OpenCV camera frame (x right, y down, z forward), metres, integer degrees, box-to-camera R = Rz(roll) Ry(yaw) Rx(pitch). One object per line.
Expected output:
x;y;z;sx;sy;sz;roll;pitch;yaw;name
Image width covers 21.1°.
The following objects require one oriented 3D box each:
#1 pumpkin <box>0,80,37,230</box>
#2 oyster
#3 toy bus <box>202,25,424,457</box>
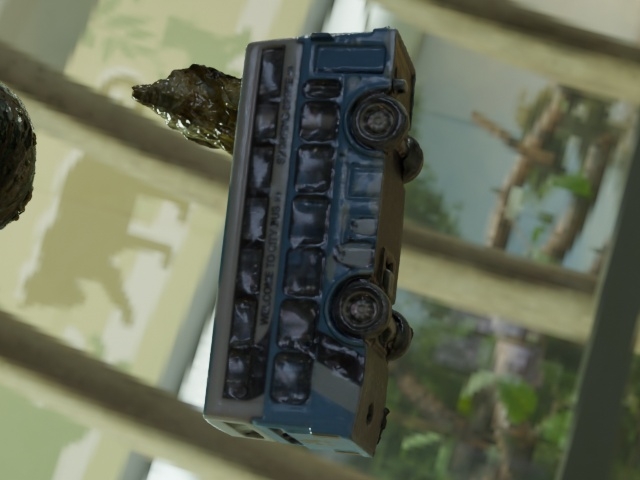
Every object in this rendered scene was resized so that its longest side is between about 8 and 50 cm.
-0.339;-0.074;1.501;0.190;0.190;0.146;80;-167;-72;pumpkin
-0.095;-0.125;1.659;0.121;0.146;0.045;-36;4;27;oyster
0.000;0.000;1.233;0.106;0.131;0.297;52;-138;-70;toy bus
